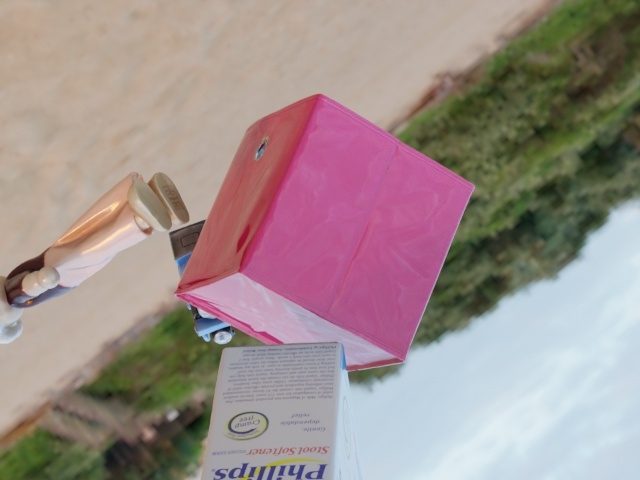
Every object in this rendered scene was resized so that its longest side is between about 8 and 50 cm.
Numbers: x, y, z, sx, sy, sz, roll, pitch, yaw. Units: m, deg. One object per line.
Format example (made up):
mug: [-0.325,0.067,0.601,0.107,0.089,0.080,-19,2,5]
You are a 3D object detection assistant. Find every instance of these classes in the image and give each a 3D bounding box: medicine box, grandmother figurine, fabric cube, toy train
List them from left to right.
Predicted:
grandmother figurine: [-0.332,0.029,1.941,0.342,0.104,0.208,-30,171,18]
toy train: [-0.164,0.062,2.155,0.080,0.105,0.184,-20,-133,3]
medicine box: [-0.037,0.306,1.724,0.149,0.263,0.289,-4,-145,6]
fabric cube: [0.000,0.000,1.970,0.254,0.259,0.258,-16,-133,64]
